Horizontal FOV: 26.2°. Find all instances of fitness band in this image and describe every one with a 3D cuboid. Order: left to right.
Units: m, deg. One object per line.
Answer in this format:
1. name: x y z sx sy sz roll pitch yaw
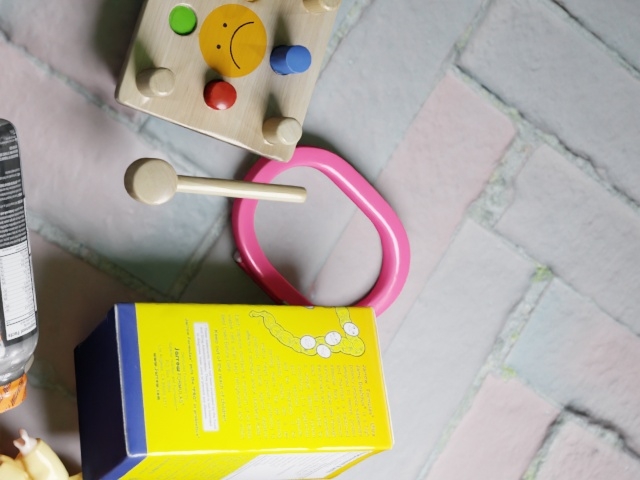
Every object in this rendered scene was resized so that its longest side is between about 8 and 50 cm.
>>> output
1. fitness band: 0.000 0.000 1.904 0.291 0.054 0.209 45 75 -24

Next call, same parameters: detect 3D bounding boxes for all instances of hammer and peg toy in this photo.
1. hammer and peg toy: -0.125 -0.203 1.768 0.266 0.127 0.361 18 86 -26

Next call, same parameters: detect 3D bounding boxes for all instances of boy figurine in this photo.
1. boy figurine: -0.387 0.305 1.728 0.285 0.092 0.177 17 121 -28

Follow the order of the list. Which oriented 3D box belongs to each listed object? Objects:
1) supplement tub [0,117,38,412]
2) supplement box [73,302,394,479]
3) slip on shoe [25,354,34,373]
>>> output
1. supplement tub: -0.443 0.031 1.610 0.207 0.207 0.338 -7 100 -24
2. supplement box: -0.115 0.200 1.761 0.356 0.194 0.195 3 68 -26
3. slip on shoe: -0.415 0.189 1.739 0.135 0.051 0.041 -50 154 -20
